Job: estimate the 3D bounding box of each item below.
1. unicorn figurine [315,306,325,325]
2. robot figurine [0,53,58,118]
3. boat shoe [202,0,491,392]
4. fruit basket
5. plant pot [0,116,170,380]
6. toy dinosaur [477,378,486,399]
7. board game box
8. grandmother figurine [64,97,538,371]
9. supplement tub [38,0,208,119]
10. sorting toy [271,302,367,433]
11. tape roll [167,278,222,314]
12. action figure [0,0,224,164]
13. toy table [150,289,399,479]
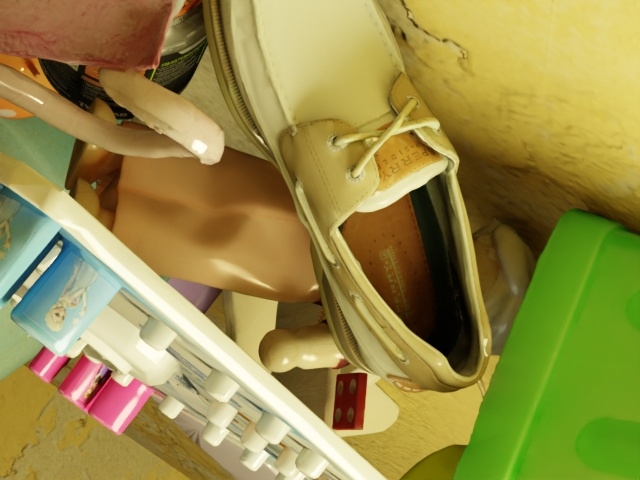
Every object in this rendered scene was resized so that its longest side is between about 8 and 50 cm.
[{"bbox_3d":[-0.016,0.009,1.270,0.111,0.060,0.162,53,180,-2],"label":"unicorn figurine"},{"bbox_3d":[-0.271,-0.173,1.194,0.219,0.128,0.158,28,160,26],"label":"robot figurine"},{"bbox_3d":[0.029,-0.049,0.881,0.103,0.113,0.302,19,136,60],"label":"boat shoe"},{"bbox_3d":[0.174,0.189,1.004,0.392,0.283,0.392,20,151,12],"label":"fruit basket"},{"bbox_3d":[-0.361,0.011,1.362,0.341,0.334,0.341,31,146,24],"label":"plant pot"},{"bbox_3d":[0.098,0.071,1.273,0.183,0.053,0.092,45,177,-2],"label":"toy dinosaur"},{"bbox_3d":[-0.137,0.047,0.819,0.390,0.050,0.390,22,163,46],"label":"board game box"},{"bbox_3d":[0.000,0.000,1.020,0.342,0.208,0.104,17,159,-15],"label":"grandmother figurine"},{"bbox_3d":[-0.121,-0.156,0.973,0.117,0.117,0.190,38,162,-3],"label":"supplement tub"},{"bbox_3d":[0.005,0.111,1.331,0.046,0.132,0.274,9,167,-22],"label":"sorting toy"},{"bbox_3d":[-0.192,0.015,1.607,0.189,0.080,0.189,34,163,12],"label":"tape roll"},{"bbox_3d":[-0.250,-0.157,0.703,0.248,0.370,0.275,-1,95,59],"label":"action figure"},{"bbox_3d":[-0.043,0.161,1.560,0.252,0.161,0.274,17,153,49],"label":"toy table"}]
